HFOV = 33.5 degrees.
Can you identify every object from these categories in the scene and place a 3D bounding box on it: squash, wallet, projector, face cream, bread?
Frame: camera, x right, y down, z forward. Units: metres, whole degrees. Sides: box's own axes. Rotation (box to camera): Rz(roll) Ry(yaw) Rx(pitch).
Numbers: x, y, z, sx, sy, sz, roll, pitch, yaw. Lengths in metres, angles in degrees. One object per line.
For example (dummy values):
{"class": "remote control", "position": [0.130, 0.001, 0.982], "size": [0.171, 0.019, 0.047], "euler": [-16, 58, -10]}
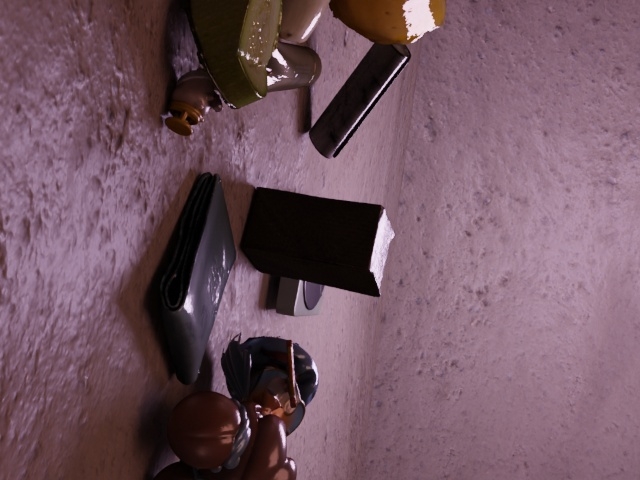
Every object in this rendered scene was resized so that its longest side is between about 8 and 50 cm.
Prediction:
{"class": "squash", "position": [-0.115, -0.312, 1.638], "size": [0.220, 0.133, 0.220], "euler": [-10, 90, -79]}
{"class": "wallet", "position": [-0.207, 0.067, 1.813], "size": [0.251, 0.054, 0.290], "euler": [88, 12, -53]}
{"class": "projector", "position": [-0.036, 0.042, 2.433], "size": [0.257, 0.079, 0.259], "euler": [14, 86, -76]}
{"class": "face cream", "position": [-0.082, -0.323, 1.985], "size": [0.137, 0.084, 0.341], "euler": [-48, 175, 18]}
{"class": "bread", "position": [0.102, -0.635, 2.179], "size": [0.394, 0.250, 0.361], "euler": [61, 18, -66]}

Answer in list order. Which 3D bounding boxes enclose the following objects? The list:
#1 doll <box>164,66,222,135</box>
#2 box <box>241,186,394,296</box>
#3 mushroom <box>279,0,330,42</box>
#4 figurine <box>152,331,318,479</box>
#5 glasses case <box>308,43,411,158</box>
{"class": "doll", "position": [-0.184, -0.222, 1.631], "size": [0.073, 0.084, 0.127], "euler": [74, 36, -63]}
{"class": "box", "position": [-0.001, 0.002, 2.136], "size": [0.184, 0.273, 0.143], "euler": [61, 41, -69]}
{"class": "mushroom", "position": [-0.002, -0.522, 1.876], "size": [0.336, 0.314, 0.314], "euler": [-58, 179, 30]}
{"class": "figurine", "position": [-0.141, 0.329, 1.892], "size": [0.388, 0.248, 0.276], "euler": [-78, -177, -62]}
{"class": "glasses case", "position": [0.083, -0.325, 2.360], "size": [0.299, 0.060, 0.114], "euler": [-51, -141, 26]}
